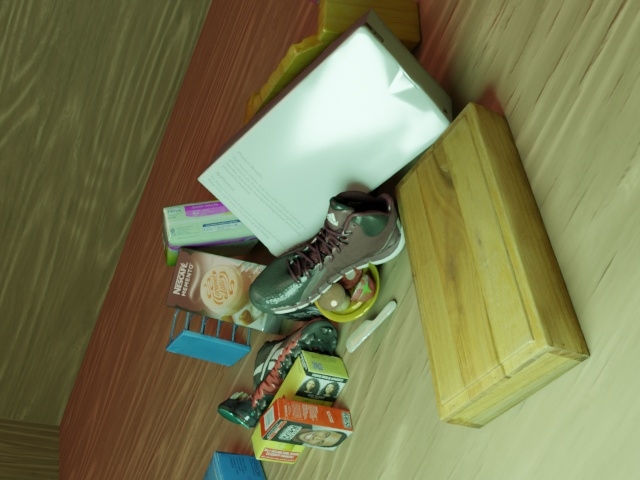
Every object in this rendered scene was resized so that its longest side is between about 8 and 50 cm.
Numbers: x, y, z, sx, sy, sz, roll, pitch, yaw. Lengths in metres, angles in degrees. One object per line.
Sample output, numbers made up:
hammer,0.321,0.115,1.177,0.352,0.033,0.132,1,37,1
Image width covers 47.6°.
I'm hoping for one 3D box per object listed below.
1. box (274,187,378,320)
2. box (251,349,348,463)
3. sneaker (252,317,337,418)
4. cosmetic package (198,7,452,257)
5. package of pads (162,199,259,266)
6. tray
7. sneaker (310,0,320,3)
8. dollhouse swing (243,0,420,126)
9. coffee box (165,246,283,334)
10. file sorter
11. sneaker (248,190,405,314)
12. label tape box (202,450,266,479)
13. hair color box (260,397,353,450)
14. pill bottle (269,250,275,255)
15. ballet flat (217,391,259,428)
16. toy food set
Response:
box,0.008,-0.001,1.427,0.242,0.077,0.307,-20,58,60
box,-0.041,0.309,1.333,0.232,0.087,0.058,-60,29,25
sneaker,-0.059,0.226,1.403,0.276,0.098,0.135,-57,32,34
cosmetic package,0.008,-0.170,1.213,0.385,0.217,0.156,-37,17,23
package of pads,-0.260,-0.022,1.746,0.296,0.229,0.101,138,122,-72
tray,0.211,0.022,1.001,0.203,0.076,0.410,-50,33,41
sneaker,-0.006,-0.724,1.856,0.111,0.103,0.252,-35,46,56
dollhouse swing,-0.008,-0.423,1.491,0.347,0.315,0.304,-42,60,49
coffee box,-0.201,0.111,1.600,0.247,0.098,0.141,11,83,21
file sorter,-0.266,0.220,1.750,0.118,0.170,0.104,-43,37,48
sneaker,0.000,0.000,1.149,0.106,0.282,0.162,56,170,33
label tape box,-0.201,0.631,1.443,0.333,0.106,0.240,-66,27,18
hair color box,-0.024,0.312,1.227,0.072,0.141,0.043,-54,32,37
pill bottle,-0.087,-0.034,1.639,0.078,0.078,0.137,-56,31,34
ballet flat,-0.170,0.370,1.595,0.203,0.074,0.074,160,122,-67
toy food set,0.028,0.066,1.234,0.128,0.071,0.217,-40,58,11
